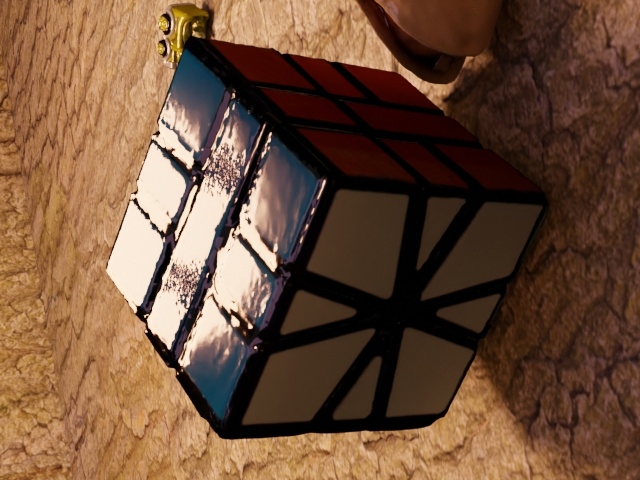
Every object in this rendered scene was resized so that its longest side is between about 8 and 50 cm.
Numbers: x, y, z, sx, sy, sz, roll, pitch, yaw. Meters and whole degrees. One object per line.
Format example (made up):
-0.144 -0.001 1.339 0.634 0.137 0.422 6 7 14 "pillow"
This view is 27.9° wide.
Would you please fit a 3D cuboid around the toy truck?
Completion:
-0.208 -0.314 2.034 0.077 0.076 0.111 27 121 40 "toy truck"

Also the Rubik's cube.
0.000 0.000 1.248 0.283 0.293 0.288 48 125 45 "Rubik's cube"

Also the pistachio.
0.095 -0.268 1.248 0.157 0.157 0.229 -36 73 63 "pistachio"
